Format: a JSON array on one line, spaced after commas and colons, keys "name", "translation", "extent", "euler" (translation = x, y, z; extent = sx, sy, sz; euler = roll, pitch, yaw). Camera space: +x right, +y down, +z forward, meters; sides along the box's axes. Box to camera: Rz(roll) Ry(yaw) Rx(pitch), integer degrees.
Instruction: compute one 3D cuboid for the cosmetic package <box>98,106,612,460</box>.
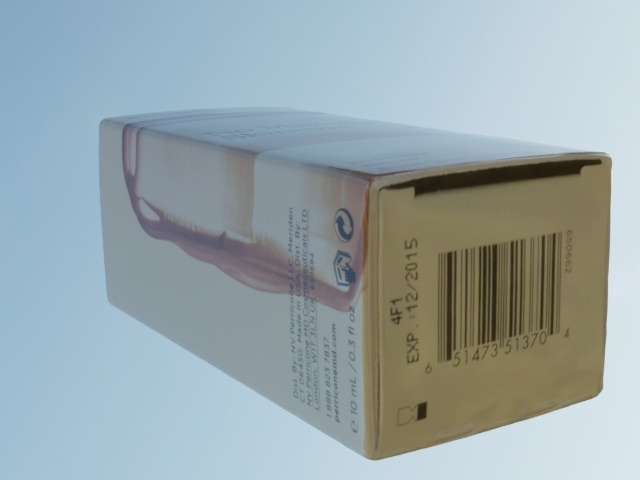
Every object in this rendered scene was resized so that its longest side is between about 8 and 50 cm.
[{"name": "cosmetic package", "translation": [0.000, 0.000, 0.576], "extent": [0.153, 0.296, 0.129], "euler": [-10, -75, -33]}]
